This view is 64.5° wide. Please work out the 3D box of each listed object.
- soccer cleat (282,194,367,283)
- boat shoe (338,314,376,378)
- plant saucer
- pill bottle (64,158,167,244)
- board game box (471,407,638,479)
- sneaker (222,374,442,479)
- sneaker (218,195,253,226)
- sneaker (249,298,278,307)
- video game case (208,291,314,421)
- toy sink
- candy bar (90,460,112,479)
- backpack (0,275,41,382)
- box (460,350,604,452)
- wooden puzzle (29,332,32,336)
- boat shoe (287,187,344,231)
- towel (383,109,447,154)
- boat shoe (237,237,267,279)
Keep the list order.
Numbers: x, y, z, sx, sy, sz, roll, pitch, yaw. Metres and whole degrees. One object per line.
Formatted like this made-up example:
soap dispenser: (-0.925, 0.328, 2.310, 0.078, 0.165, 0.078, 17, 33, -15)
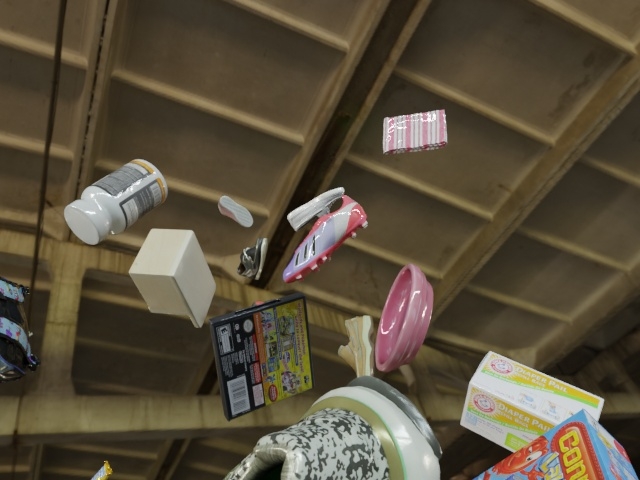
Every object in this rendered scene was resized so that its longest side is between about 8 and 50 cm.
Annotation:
soccer cleat: (0.000, 0.000, 1.178, 0.248, 0.095, 0.083, -40, -11, -3)
boat shoe: (0.070, 0.220, 0.977, 0.072, 0.190, 0.068, -3, -61, 5)
plant saucer: (0.253, 0.237, 1.524, 0.084, 0.332, 0.332, 17, -48, -3)
pill bottle: (-0.606, -0.116, 1.519, 0.162, 0.278, 0.162, 18, -49, 22)
board game box: (0.272, 0.407, 0.650, 0.086, 0.308, 0.302, 45, -69, 1)
sneaker: (-0.084, 0.280, 0.396, 0.182, 0.158, 0.411, 24, -81, -50)
sneaker: (-0.285, -0.093, 1.686, 0.134, 0.051, 0.070, 42, -23, -14)
sneaker: (-0.115, 0.255, 1.470, 0.134, 0.098, 0.276, -17, -37, -8)
video game case: (-0.140, 0.290, 1.281, 0.248, 0.035, 0.275, -14, -70, -26)
toy sink: (-0.386, 0.104, 1.345, 0.131, 0.153, 0.234, 2, -42, 11)
candy bar: (-0.524, 0.563, 1.135, 0.161, 0.040, 0.018, -47, -48, -3)
backpack: (-0.478, 0.118, 0.707, 0.116, 0.158, 0.173, -12, -17, -20)
box: (0.366, 0.302, 0.893, 0.103, 0.203, 0.114, -34, -46, -44)
wooden puzzle: (-0.788, 0.263, 1.322, 0.083, 0.049, 0.006, -23, -64, 2)
boat shoe: (-0.006, -0.086, 1.441, 0.184, 0.063, 0.066, -28, -6, 7)
towel: (0.292, -0.341, 1.584, 0.196, 0.144, 0.029, -4, -31, 15)
boat shoe: (-0.211, 0.059, 1.577, 0.079, 0.084, 0.233, 14, -29, -10)
